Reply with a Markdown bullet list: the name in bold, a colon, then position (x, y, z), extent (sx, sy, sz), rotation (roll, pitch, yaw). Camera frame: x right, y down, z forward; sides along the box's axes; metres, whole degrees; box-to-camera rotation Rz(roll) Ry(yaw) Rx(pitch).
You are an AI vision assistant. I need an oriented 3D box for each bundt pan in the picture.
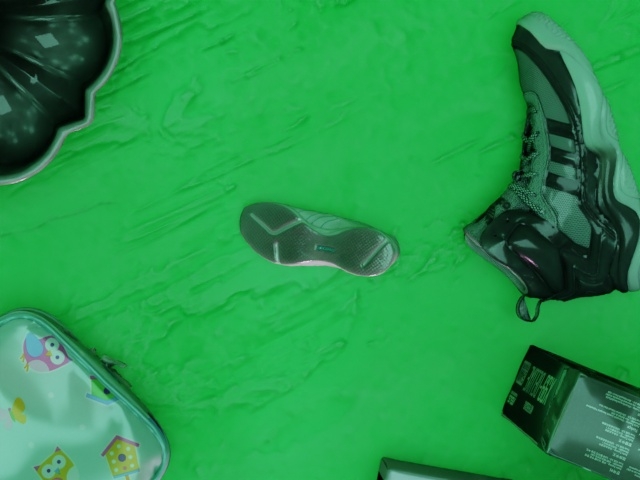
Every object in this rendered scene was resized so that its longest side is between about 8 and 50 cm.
- **bundt pan**: position (-0.331, -0.195, 1.568), extent (0.330, 0.124, 0.331), rotation (0, 92, -3)

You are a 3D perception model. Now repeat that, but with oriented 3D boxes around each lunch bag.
- **lunch bag**: position (-0.281, 0.201, 1.595), extent (0.224, 0.108, 0.279), rotation (44, 88, 1)

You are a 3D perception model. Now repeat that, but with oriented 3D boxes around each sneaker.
- **sneaker**: position (0.190, -0.060, 1.607), extent (0.153, 0.101, 0.269), rotation (-22, 96, -4)
- **sneaker**: position (0.000, 0.000, 1.630), extent (0.152, 0.061, 0.054), rotation (15, 100, 16)

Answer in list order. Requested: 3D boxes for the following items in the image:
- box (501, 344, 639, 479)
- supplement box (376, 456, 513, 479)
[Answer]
- **box**: position (0.326, 0.189, 1.556), extent (0.307, 0.242, 0.077), rotation (22, 91, -4)
- **supplement box**: position (0.098, 0.328, 1.635), extent (0.130, 0.073, 0.239), rotation (11, 91, -4)
